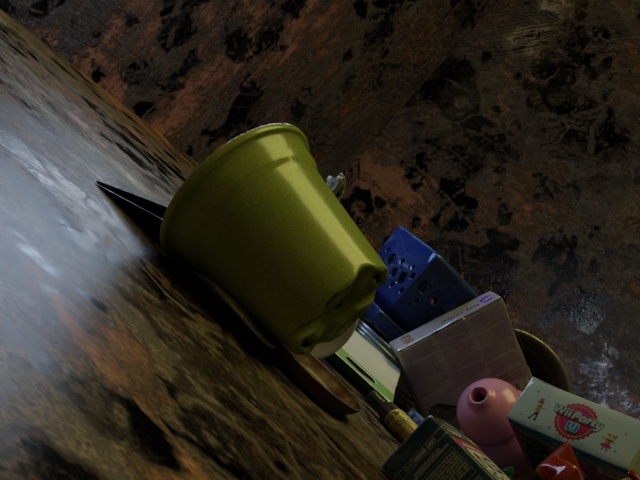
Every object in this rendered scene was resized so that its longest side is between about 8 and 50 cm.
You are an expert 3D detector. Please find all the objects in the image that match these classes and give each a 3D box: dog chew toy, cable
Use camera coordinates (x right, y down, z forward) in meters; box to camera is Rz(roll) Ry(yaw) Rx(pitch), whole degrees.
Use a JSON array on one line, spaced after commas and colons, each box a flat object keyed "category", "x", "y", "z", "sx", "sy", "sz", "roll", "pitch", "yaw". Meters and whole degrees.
[{"category": "dog chew toy", "x": 0.372, "y": 0.390, "z": 1.696, "sx": 0.332, "sy": 0.206, "sz": 0.206, "roll": 53, "pitch": -6, "yaw": -39}, {"category": "cable", "x": 0.135, "y": 0.268, "z": 1.955, "sx": 0.257, "sy": 0.089, "sz": 0.257, "roll": 41, "pitch": 2, "yaw": -19}]

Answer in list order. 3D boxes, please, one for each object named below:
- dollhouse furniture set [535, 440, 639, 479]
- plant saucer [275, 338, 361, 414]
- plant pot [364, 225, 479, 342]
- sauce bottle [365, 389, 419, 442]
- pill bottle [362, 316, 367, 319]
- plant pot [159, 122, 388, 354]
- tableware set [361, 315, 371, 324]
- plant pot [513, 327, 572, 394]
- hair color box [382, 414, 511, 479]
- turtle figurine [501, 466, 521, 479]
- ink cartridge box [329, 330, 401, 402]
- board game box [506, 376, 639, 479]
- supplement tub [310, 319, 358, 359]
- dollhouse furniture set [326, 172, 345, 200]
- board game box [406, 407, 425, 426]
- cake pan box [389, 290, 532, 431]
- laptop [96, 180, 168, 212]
[{"category": "dollhouse furniture set", "x": 0.416, "y": 0.411, "z": 1.246, "sx": 0.201, "sy": 0.152, "sz": 0.374, "roll": 44, "pitch": -24, "yaw": 43}, {"category": "plant saucer", "x": -0.010, "y": 0.204, "z": 1.277, "sx": 0.168, "sy": 0.029, "sz": 0.168, "roll": 42, "pitch": 2, "yaw": -2}, {"category": "plant pot", "x": 0.219, "y": 0.139, "z": 1.947, "sx": 0.236, "sy": 0.212, "sz": 0.236, "roll": 45, "pitch": 1, "yaw": -23}, {"category": "sauce bottle", "x": 0.132, "y": 0.316, "z": 1.509, "sx": 0.128, "sy": 0.042, "sz": 0.042, "roll": 40, "pitch": 1, "yaw": 23}, {"category": "pill bottle", "x": 0.113, "y": 0.158, "z": 2.218, "sx": 0.160, "sy": 0.160, "sz": 0.283, "roll": 43, "pitch": -16, "yaw": 27}, {"category": "plant pot", "x": -0.049, "y": 0.017, "z": 1.248, "sx": 0.254, "sy": 0.276, "sz": 0.276, "roll": 47, "pitch": 3, "yaw": 21}, {"category": "tableware set", "x": 0.061, "y": 0.180, "z": 2.072, "sx": 0.128, "sy": 0.039, "sz": 0.194, "roll": -10, "pitch": -33, "yaw": 30}, {"category": "plant pot", "x": 0.396, "y": 0.390, "z": 2.045, "sx": 0.323, "sy": 0.323, "sz": 0.280, "roll": 42, "pitch": -16, "yaw": 8}, {"category": "hair color box", "x": 0.253, "y": 0.395, "z": 1.125, "sx": 0.347, "sy": 0.105, "sz": 0.174, "roll": 44, "pitch": 3, "yaw": 34}, {"category": "turtle figurine", "x": 0.413, "y": 0.506, "z": 1.516, "sx": 0.234, "sy": 0.118, "sz": 0.175, "roll": 36, "pitch": -31, "yaw": 40}, {"category": "ink cartridge box", "x": 0.074, "y": 0.248, "z": 1.688, "sx": 0.171, "sy": 0.056, "sz": 0.235, "roll": 42, "pitch": 13, "yaw": 2}, {"category": "board game box", "x": 0.470, "y": 0.391, "z": 1.480, "sx": 0.224, "sy": 0.097, "sz": 0.303, "roll": 18, "pitch": -33, "yaw": 43}, {"category": "supplement tub", "x": -0.041, "y": 0.092, "z": 1.443, "sx": 0.144, "sy": 0.144, "sz": 0.199, "roll": 40, "pitch": 2, "yaw": -45}, {"category": "dollhouse furniture set", "x": 0.000, "y": 0.000, "z": 2.052, "sx": 0.151, "sy": 0.301, "sz": 0.197, "roll": 39, "pitch": -1, "yaw": -8}, {"category": "board game box", "x": 0.238, "y": 0.409, "z": 1.642, "sx": 0.136, "sy": 0.035, "sz": 0.201, "roll": 41, "pitch": 2, "yaw": -14}, {"category": "cake pan box", "x": 0.310, "y": 0.268, "z": 1.829, "sx": 0.246, "sy": 0.267, "sz": 0.070, "roll": 65, "pitch": -6, "yaw": -20}, {"category": "laptop", "x": -0.181, "y": -0.086, "z": 1.422, "sx": 0.136, "sy": 0.264, "sz": 0.234, "roll": 59, "pitch": 7, "yaw": 19}]
